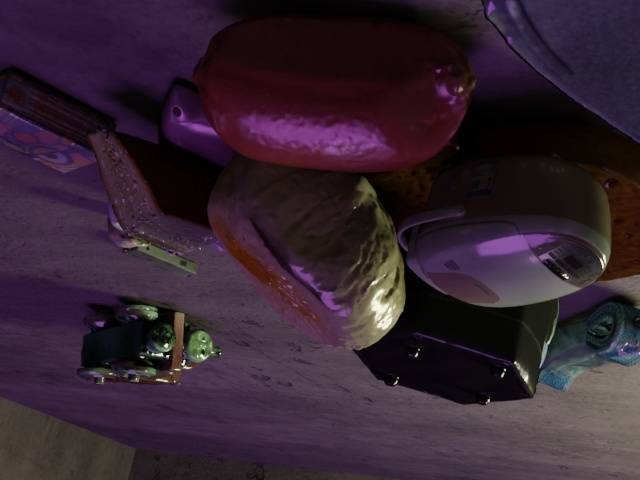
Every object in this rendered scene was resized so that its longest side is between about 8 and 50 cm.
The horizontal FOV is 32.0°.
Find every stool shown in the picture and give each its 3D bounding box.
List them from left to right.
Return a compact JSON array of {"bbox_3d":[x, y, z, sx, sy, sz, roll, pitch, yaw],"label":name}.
[{"bbox_3d":[0.151,0.099,1.306,0.232,0.141,0.232,14,157,6],"label":"stool"}]

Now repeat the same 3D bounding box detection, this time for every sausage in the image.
[{"bbox_3d":[0.007,-0.130,0.999,0.254,0.148,0.148,10,160,4],"label":"sausage"}]

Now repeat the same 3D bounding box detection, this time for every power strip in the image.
[{"bbox_3d":[-0.260,0.027,1.773,0.136,0.019,0.051,26,158,-33],"label":"power strip"}]

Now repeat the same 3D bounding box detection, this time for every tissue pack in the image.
[{"bbox_3d":[-0.331,-0.136,1.308,0.148,0.060,0.109,26,155,-36],"label":"tissue pack"}]

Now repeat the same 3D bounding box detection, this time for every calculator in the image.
[{"bbox_3d":[-0.098,-0.091,1.315,0.194,0.043,0.294,12,162,0],"label":"calculator"}]

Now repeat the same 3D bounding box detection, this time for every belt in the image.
[{"bbox_3d":[0.388,0.158,1.639,0.072,0.087,0.302,13,161,-11],"label":"belt"}]

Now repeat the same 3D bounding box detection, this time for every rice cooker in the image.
[{"bbox_3d":[0.178,-0.010,1.068,0.206,0.127,0.145,-4,150,44],"label":"rice cooker"}]

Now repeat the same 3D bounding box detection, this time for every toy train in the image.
[{"bbox_3d":[-0.337,0.213,2.179,0.221,0.150,0.304,14,162,-36],"label":"toy train"}]

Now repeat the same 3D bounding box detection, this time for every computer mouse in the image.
[{"bbox_3d":[0.280,-0.148,0.825,0.374,0.114,0.203,31,157,-25],"label":"computer mouse"}]

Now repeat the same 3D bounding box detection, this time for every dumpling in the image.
[{"bbox_3d":[-0.280,-0.011,1.632,0.076,0.052,0.057,-4,150,43],"label":"dumpling"}]

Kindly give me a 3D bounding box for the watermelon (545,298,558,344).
[{"bbox_3d":[0.261,0.069,1.468,0.094,0.081,0.180,3,-154,-35],"label":"watermelon"}]

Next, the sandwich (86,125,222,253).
[{"bbox_3d":[-0.161,-0.047,1.293,0.258,0.096,0.094,22,157,-40],"label":"sandwich"}]

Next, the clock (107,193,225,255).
[{"bbox_3d":[-0.215,-0.032,1.497,0.176,0.080,0.117,25,158,-37],"label":"clock"}]

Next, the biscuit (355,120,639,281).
[{"bbox_3d":[0.192,-0.049,1.216,0.394,0.070,0.350,-2,152,35],"label":"biscuit"}]

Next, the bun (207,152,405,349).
[{"bbox_3d":[0.000,0.000,1.178,0.244,0.153,0.244,44,169,11],"label":"bun"}]

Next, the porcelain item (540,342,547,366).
[{"bbox_3d":[0.235,0.136,1.567,0.141,0.141,0.259,2,168,27],"label":"porcelain item"}]
